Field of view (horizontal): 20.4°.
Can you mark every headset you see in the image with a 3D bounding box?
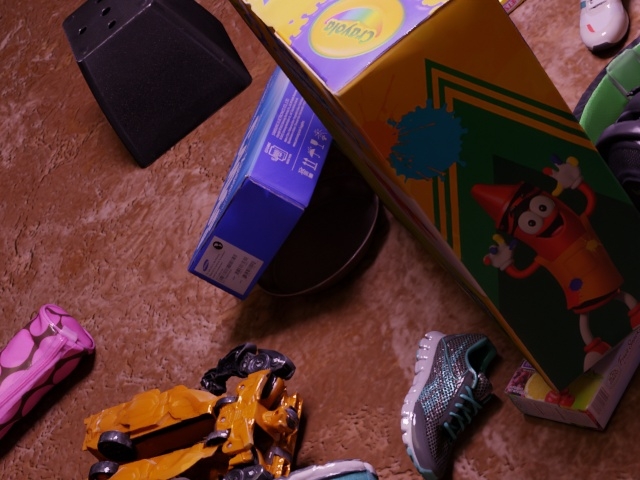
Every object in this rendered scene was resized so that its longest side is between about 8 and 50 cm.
[{"bbox_3d":[0.352,-0.138,1.638,0.243,0.185,0.394,-45,24,-2],"label":"headset"}]

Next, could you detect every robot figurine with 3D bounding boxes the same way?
[{"bbox_3d":[-0.134,0.218,1.824,0.291,0.085,0.211,-18,42,32],"label":"robot figurine"}]

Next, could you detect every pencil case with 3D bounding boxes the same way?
[{"bbox_3d":[-0.360,0.170,2.087,0.209,0.095,0.098,-47,0,-2],"label":"pencil case"}]

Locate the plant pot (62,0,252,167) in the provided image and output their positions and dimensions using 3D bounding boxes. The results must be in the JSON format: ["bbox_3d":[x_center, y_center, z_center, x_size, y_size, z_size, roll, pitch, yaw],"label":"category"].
[{"bbox_3d":[-0.229,-0.243,2.323,0.187,0.167,0.188,-38,37,7],"label":"plant pot"}]

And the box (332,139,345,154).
[{"bbox_3d":[0.101,-0.144,1.951,0.179,0.105,0.043,-51,22,-10],"label":"box"}]

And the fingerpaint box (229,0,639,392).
[{"bbox_3d":[0.103,-0.122,1.658,0.163,0.371,0.445,-39,28,0],"label":"fingerpaint box"}]

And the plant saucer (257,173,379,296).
[{"bbox_3d":[0.000,0.000,1.968,0.168,0.029,0.168,-27,37,22],"label":"plant saucer"}]

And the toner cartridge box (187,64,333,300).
[{"bbox_3d":[-0.039,-0.110,1.974,0.165,0.075,0.348,-54,11,41],"label":"toner cartridge box"}]

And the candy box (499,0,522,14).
[{"bbox_3d":[0.235,-0.329,2.084,0.206,0.027,0.105,-41,39,2],"label":"candy box"}]

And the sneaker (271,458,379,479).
[{"bbox_3d":[-0.045,0.308,1.657,0.275,0.107,0.110,-42,54,9],"label":"sneaker"}]

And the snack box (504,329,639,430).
[{"bbox_3d":[0.243,0.099,1.623,0.100,0.037,0.141,9,59,48],"label":"snack box"}]

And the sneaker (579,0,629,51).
[{"bbox_3d":[0.296,-0.277,1.928,0.057,0.075,0.161,-16,43,32],"label":"sneaker"}]

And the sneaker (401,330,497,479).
[{"bbox_3d":[0.124,0.149,1.669,0.076,0.065,0.166,-13,46,30],"label":"sneaker"}]
